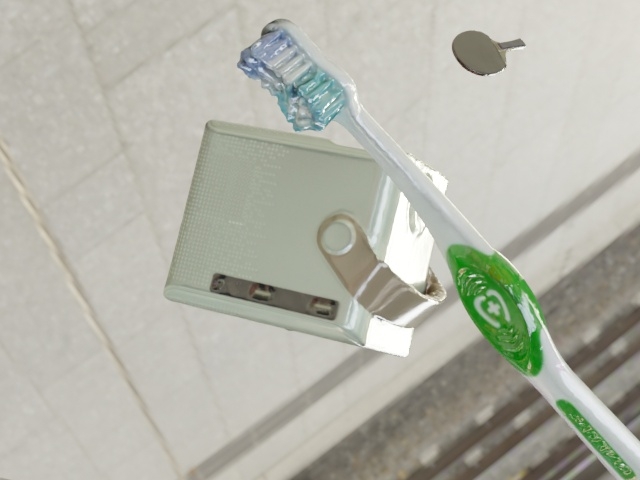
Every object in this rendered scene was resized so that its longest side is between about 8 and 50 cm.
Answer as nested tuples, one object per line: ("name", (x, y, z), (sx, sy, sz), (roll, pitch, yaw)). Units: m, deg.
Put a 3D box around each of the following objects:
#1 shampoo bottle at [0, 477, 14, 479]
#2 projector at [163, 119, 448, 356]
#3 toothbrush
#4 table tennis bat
("shampoo bottle", (-0.224, 0.149, 0.754), (0.072, 0.214, 0.072), (12, 90, -89))
("projector", (0.000, 0.000, 1.278), (0.163, 0.243, 0.177), (20, 83, -65))
("toothbrush", (0.107, 0.041, 0.773), (0.042, 0.418, 0.040), (-36, -171, 47))
("table tennis bat", (0.154, -0.173, 1.277), (0.083, 0.050, 0.007), (-18, 158, -36))
